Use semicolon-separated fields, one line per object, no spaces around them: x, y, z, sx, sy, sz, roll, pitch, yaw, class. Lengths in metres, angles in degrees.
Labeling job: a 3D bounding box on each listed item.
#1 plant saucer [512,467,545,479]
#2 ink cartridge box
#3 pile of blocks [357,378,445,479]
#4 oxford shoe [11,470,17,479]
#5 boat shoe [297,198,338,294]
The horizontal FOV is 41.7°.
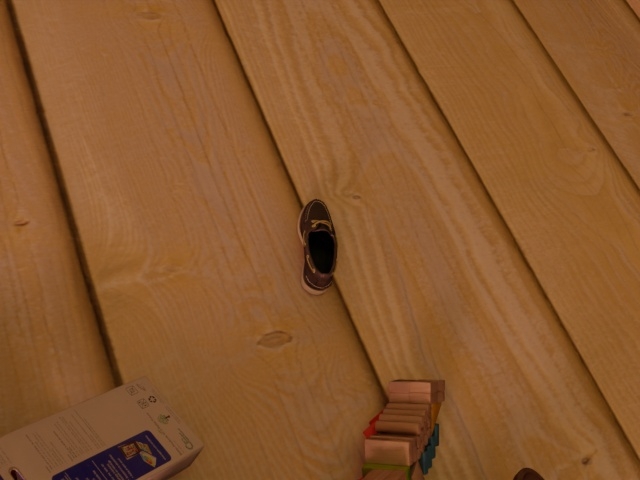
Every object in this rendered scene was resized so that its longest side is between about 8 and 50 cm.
0.390;0.534;1.451;0.278;0.041;0.278;46;28;-34;plant saucer
-0.343;0.327;1.266;0.165;0.065;0.332;46;30;19;ink cartridge box
0.129;0.385;1.504;0.112;0.149;0.362;-3;31;28;pile of blocks
-0.554;0.295;1.255;0.271;0.097;0.098;39;71;24;oxford shoe
0.000;0.000;1.732;0.081;0.069;0.228;10;53;-17;boat shoe
